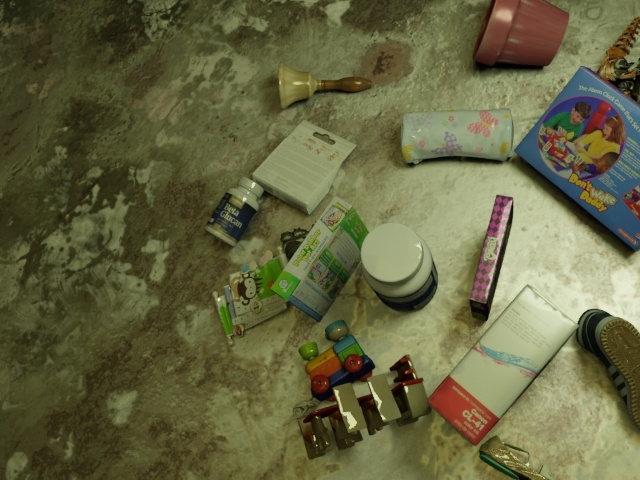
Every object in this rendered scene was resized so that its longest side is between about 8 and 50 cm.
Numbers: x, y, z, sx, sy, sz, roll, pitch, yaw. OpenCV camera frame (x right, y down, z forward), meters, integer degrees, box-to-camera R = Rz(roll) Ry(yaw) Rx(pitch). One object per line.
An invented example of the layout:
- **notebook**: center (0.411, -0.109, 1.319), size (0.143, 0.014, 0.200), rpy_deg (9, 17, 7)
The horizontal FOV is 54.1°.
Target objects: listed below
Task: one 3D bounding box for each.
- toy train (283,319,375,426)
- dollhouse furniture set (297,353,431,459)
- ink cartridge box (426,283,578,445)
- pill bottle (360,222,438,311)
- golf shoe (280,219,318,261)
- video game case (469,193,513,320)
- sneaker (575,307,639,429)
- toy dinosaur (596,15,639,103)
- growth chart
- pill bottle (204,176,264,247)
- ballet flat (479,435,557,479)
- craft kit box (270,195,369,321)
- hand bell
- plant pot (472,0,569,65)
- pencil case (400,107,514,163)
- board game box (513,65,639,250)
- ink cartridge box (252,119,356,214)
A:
- **toy train**: center (-0.012, 0.299, 1.441), size (0.248, 0.105, 0.143), rpy_deg (-33, 58, 3)
- **dollhouse furniture set**: center (0.090, 0.343, 1.331), size (0.259, 0.262, 0.135), rpy_deg (-9, 65, -24)
- **ink cartridge box**: center (0.367, 0.261, 1.280), size (0.131, 0.226, 0.306), rpy_deg (42, 88, 22)
- **pill bottle**: center (0.173, 0.060, 1.372), size (0.153, 0.264, 0.153), rpy_deg (-4, 72, 13)
- **golf shoe**: center (0.000, 0.000, 1.543), size (0.198, 0.077, 0.093), rpy_deg (-21, 73, 23)
- **video game case**: center (0.370, 0.044, 1.355), size (0.042, 0.210, 0.232), rpy_deg (14, 78, 19)
- **sneaker**: center (0.626, 0.264, 1.290), size (0.099, 0.153, 0.282), rpy_deg (-29, 98, 2)
- **toy dinosaur**: center (0.704, -0.363, 1.435), size (0.218, 0.164, 0.321), rpy_deg (7, 97, 34)
- **growth chart**: center (-0.164, 0.131, 1.557), size (0.237, 0.021, 0.172), rpy_deg (-33, 68, 13)
- **pill bottle**: center (-0.217, -0.076, 1.610), size (0.094, 0.094, 0.169), rpy_deg (27, 82, 21)
- **ballet flat**: center (0.427, 0.472, 1.284), size (0.206, 0.073, 0.067), rpy_deg (33, 69, 18)
- **craft kit box**: center (0.014, 0.051, 1.427), size (0.061, 0.250, 0.246), rpy_deg (35, 84, 23)
- **hand bell**: center (0.015, -0.413, 1.664), size (0.242, 0.126, 0.126), rpy_deg (-1, 72, 3)
- **plant pot**: center (0.488, -0.511, 1.520), size (0.180, 0.201, 0.201), rpy_deg (18, 78, 3)
- **pencil case**: center (0.327, -0.253, 1.513), size (0.273, 0.113, 0.124), rpy_deg (0, 83, 15)
- **board game box**: center (0.635, -0.181, 1.366), size (0.347, 0.078, 0.233), rpy_deg (47, 122, 22)
- **ink cartridge box**: center (-0.039, -0.195, 1.637), size (0.181, 0.056, 0.224), rpy_deg (30, 64, 21)
